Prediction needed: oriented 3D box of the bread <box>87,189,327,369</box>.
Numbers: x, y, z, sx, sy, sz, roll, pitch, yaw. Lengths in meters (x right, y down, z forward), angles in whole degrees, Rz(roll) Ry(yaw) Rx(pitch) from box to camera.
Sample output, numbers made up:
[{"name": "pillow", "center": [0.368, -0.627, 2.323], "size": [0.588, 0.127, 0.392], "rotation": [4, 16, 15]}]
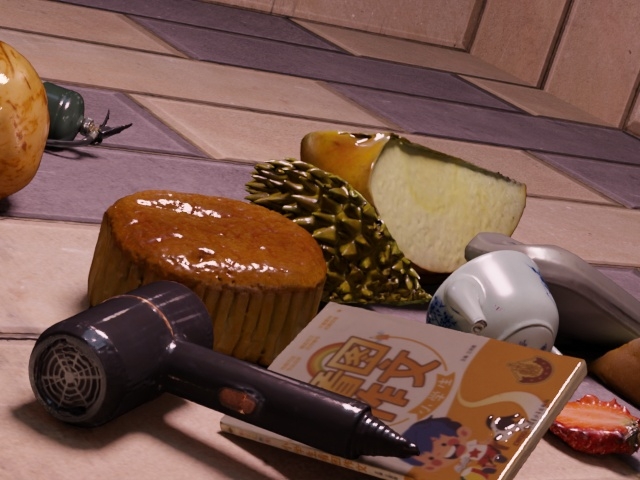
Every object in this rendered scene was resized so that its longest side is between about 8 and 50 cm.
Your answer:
[{"name": "bread", "center": [-0.125, 0.038, 1.645], "size": [0.253, 0.142, 0.227], "rotation": [14, 24, -19]}]

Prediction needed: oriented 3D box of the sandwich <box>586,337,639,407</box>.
[{"name": "sandwich", "center": [0.446, 0.177, 1.868], "size": [0.090, 0.088, 0.244], "rotation": [7, 19, -44]}]

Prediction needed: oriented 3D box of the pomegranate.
[{"name": "pomegranate", "center": [-0.435, -0.140, 1.822], "size": [0.215, 0.215, 0.215], "rotation": [16, 16, -5]}]

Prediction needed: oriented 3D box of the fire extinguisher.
[{"name": "fire extinguisher", "center": [-0.426, -0.193, 2.175], "size": [0.294, 0.093, 0.118], "rotation": [19, 42, 5]}]

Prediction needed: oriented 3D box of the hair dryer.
[{"name": "hair dryer", "center": [-0.078, 0.140, 1.362], "size": [0.352, 0.107, 0.189], "rotation": [17, 17, 22]}]

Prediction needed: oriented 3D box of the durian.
[{"name": "durian", "center": [0.002, -0.011, 1.888], "size": [0.198, 0.163, 0.394], "rotation": [13, 3, -27]}]

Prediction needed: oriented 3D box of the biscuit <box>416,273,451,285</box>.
[{"name": "biscuit", "center": [0.080, 0.004, 2.139], "size": [0.262, 0.037, 0.262], "rotation": [17, 18, -6]}]

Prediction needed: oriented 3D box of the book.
[{"name": "book", "center": [0.079, 0.150, 1.428], "size": [0.295, 0.020, 0.208], "rotation": [11, 39, 32]}]

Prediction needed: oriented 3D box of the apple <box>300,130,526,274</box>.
[{"name": "apple", "center": [0.119, -0.059, 2.020], "size": [0.346, 0.179, 0.254], "rotation": [12, 39, -45]}]

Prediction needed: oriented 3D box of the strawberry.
[{"name": "strawberry", "center": [0.299, 0.211, 1.688], "size": [0.152, 0.048, 0.104], "rotation": [11, 18, 30]}]

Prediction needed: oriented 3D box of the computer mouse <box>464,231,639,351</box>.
[{"name": "computer mouse", "center": [0.326, 0.084, 1.974], "size": [0.331, 0.095, 0.197], "rotation": [32, -5, -32]}]

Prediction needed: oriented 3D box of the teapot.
[{"name": "teapot", "center": [0.222, 0.108, 1.783], "size": [0.232, 0.159, 0.159], "rotation": [30, 3, -45]}]
